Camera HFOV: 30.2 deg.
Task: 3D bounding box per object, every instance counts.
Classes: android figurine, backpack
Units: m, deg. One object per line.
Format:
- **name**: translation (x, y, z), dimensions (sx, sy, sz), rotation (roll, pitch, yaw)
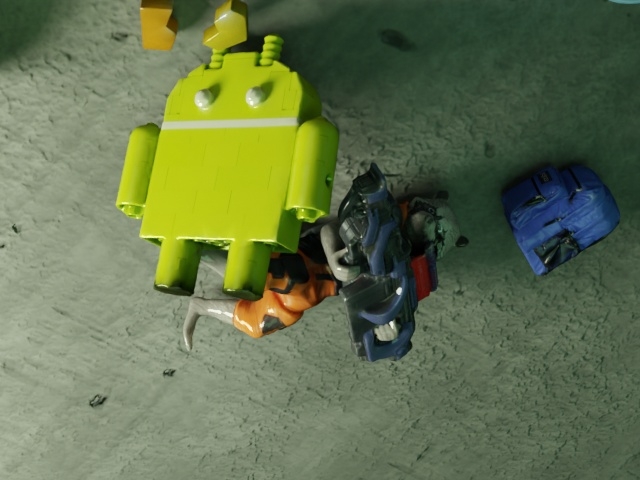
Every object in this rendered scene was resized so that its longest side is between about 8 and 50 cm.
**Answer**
- **android figurine**: translation (-0.091, -0.078, 1.188), dimensions (0.248, 0.273, 0.056), rotation (3, 167, 30)
- **backpack**: translation (0.278, -0.033, 1.368), dimensions (0.120, 0.098, 0.101), rotation (-29, 121, 11)

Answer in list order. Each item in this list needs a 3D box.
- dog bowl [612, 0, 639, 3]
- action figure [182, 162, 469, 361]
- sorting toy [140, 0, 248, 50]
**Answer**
- **dog bowl**: translation (0.256, -0.334, 1.166), dimensions (0.297, 0.074, 0.166), rotation (19, 120, -21)
- **action figure**: translation (0.000, 0.000, 1.303), dimensions (0.330, 0.179, 0.341), rotation (-11, 143, -9)
- **sorting toy**: translation (-0.096, -0.271, 1.082), dimensions (0.229, 0.041, 0.307), rotation (4, 147, -2)
